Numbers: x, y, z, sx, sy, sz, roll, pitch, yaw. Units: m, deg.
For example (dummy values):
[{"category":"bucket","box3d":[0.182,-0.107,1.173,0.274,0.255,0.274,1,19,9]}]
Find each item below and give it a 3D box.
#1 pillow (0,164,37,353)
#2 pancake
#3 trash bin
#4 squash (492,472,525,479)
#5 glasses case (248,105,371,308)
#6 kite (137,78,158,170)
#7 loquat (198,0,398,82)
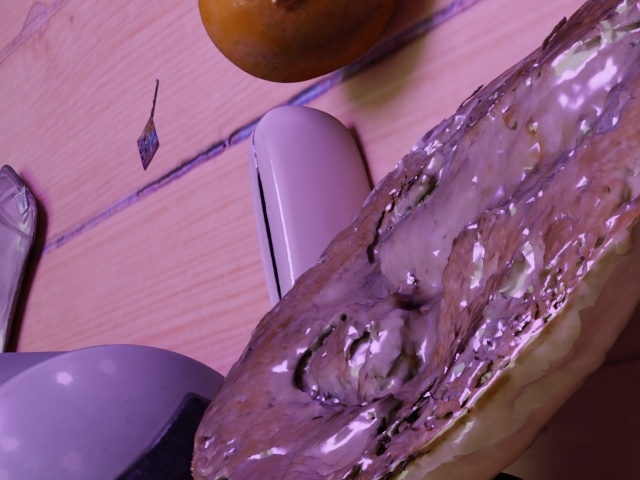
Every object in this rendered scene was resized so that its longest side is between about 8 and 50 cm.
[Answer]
[{"category":"pillow","box3d":[-0.342,0.040,1.642,0.131,0.038,0.232,37,117,52]},{"category":"pancake","box3d":[0.076,0.006,0.751,0.387,0.082,0.387,-49,12,15]},{"category":"trash bin","box3d":[-0.205,0.212,1.164,0.432,0.280,0.280,-3,83,62]},{"category":"squash","box3d":[0.056,0.200,0.807,0.193,0.193,0.155,-39,35,50]},{"category":"glasses case","box3d":[0.000,0.000,1.042,0.051,0.081,0.204,-45,47,49]},{"category":"kite","box3d":[-0.150,-0.101,1.383,0.044,0.002,0.078,52,128,49]},{"category":"loquat","box3d":[-0.014,-0.175,1.042,0.141,0.141,0.141,-16,72,57]}]
